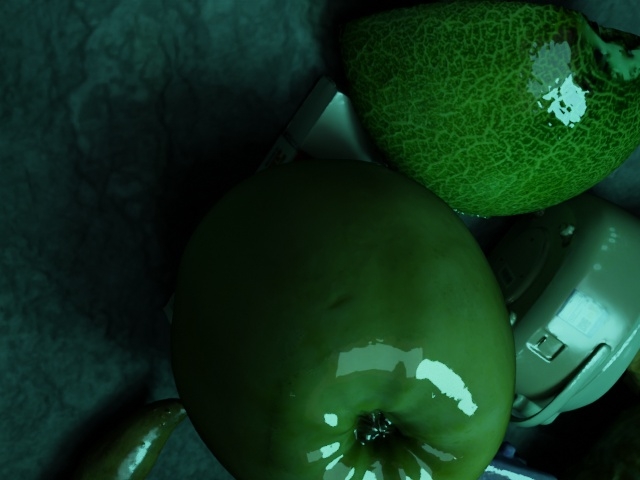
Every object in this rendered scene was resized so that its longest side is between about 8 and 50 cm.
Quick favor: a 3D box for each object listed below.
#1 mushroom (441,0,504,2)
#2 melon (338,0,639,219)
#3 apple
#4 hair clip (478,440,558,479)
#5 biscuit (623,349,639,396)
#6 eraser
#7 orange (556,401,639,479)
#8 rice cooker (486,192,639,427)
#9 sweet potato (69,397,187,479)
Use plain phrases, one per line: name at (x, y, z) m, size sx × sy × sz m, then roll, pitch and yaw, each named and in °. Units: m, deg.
mushroom at (0.160, -0.250, 0.978) m, size 0.225 × 0.093 × 0.116 m, roll -29°, pitch 103°, yaw -27°
melon at (0.157, -0.089, 0.985) m, size 0.265 × 0.169 × 0.129 m, roll 12°, pitch 79°, yaw -32°
apple at (0.014, 0.075, 0.953) m, size 0.262 × 0.262 × 0.262 m, roll -12°, pitch 122°, yaw -20°
hair clip at (0.110, 0.189, 1.195) m, size 0.278 × 0.090 × 0.137 m, roll 25°, pitch 102°, yaw -35°
biscuit at (0.332, 0.073, 1.218) m, size 0.144 × 0.040 × 0.236 m, roll -43°, pitch 153°, yaw -4°
eraser at (0.000, 0.000, 1.067) m, size 0.157 × 0.038 × 0.230 m, roll 27°, pitch 104°, yaw -34°
orange at (0.328, 0.273, 1.268) m, size 0.210 × 0.271 × 0.368 m, roll 42°, pitch 96°, yaw 7°
rice cooker at (0.200, 0.056, 1.133) m, size 0.127 × 0.145 × 0.206 m, roll 37°, pitch 96°, yaw -24°
sweet potato at (-0.194, 0.230, 1.089) m, size 0.067 × 0.067 × 0.274 m, roll 29°, pitch 104°, yaw -35°
